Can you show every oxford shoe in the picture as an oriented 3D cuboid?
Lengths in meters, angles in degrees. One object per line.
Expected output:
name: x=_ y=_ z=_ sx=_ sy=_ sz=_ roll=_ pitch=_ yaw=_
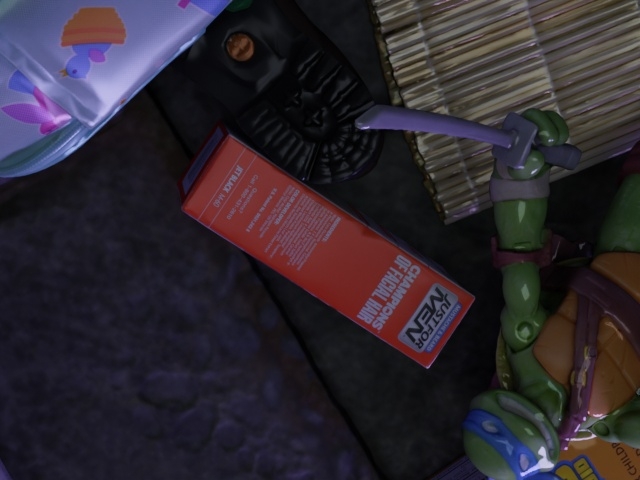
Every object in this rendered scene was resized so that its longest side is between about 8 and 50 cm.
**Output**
oxford shoe: x=-0.048 y=-0.120 z=0.778 sx=0.083 sy=0.096 sz=0.227 roll=-38 pitch=84 yaw=9

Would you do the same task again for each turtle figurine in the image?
turtle figurine: x=0.186 y=0.006 z=0.713 sx=0.266 sy=0.198 sz=0.274 roll=-42 pitch=139 yaw=-29

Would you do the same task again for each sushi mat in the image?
sushi mat: x=0.192 y=-0.135 z=0.838 sx=0.316 sy=0.019 sz=0.151 roll=-22 pitch=103 yaw=-4

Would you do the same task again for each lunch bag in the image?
lunch bag: x=-0.123 y=-0.184 z=0.690 sx=0.279 sy=0.224 sz=0.108 roll=-45 pitch=137 yaw=-1

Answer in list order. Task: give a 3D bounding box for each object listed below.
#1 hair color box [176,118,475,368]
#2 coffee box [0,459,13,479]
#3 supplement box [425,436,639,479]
hair color box: x=0.000 y=0.000 z=0.795 sx=0.167 sy=0.093 sz=0.053 roll=32 pitch=95 yaw=-11
coffee box: x=-0.358 y=0.150 z=0.645 sx=0.338 sy=0.334 sz=0.337 roll=-28 pitch=102 yaw=-3
supplement box: x=0.163 y=0.137 z=0.849 sx=0.233 sy=0.080 sz=0.078 roll=-34 pitch=100 yaw=1
